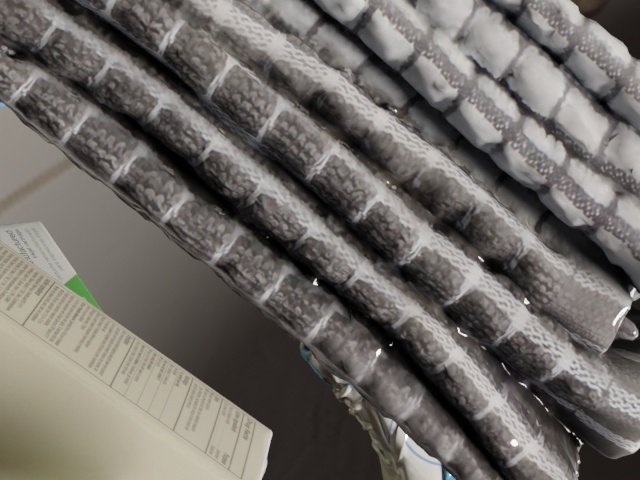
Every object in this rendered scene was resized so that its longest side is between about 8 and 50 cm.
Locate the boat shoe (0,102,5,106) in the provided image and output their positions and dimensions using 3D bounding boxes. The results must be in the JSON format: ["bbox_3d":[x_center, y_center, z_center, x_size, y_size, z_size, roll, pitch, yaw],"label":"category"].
[{"bbox_3d":[-0.348,-0.175,1.726,0.089,0.258,0.109,19,109,17],"label":"boat shoe"}]

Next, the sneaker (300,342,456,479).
[{"bbox_3d":[0.030,0.071,0.928,0.083,0.071,0.191,-5,102,-16],"label":"sneaker"}]

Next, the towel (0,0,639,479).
[{"bbox_3d":[-0.004,-0.045,0.587,0.283,0.235,0.121,39,91,-5],"label":"towel"}]

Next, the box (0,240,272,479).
[{"bbox_3d":[-0.193,0.109,1.238,0.311,0.148,0.121,36,102,-4],"label":"box"}]

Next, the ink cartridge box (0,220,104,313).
[{"bbox_3d":[-0.290,0.071,1.448,0.208,0.087,0.153,-9,47,-39],"label":"ink cartridge box"}]
